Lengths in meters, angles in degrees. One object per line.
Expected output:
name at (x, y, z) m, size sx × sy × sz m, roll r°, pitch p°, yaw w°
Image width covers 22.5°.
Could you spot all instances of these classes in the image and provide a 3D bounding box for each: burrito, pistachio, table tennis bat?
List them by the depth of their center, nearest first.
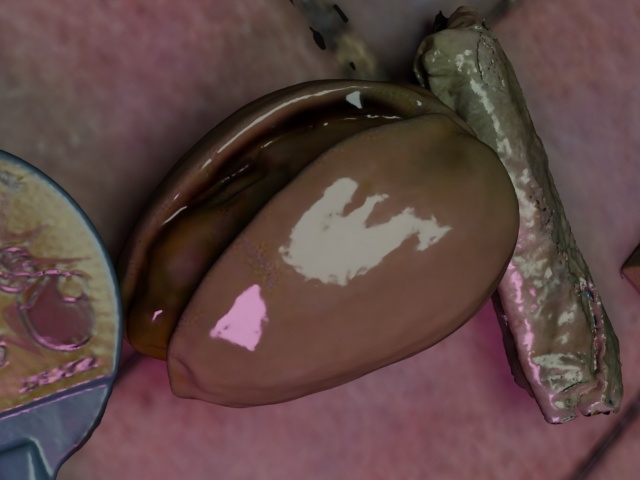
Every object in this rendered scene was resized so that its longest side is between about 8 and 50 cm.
table tennis bat at (-0.108, 0.044, 0.514) m, size 0.100 × 0.019 × 0.155 m, roll -18°, pitch 96°, yaw -9°
pistachio at (0.000, 0.000, 0.551) m, size 0.149 × 0.113 × 0.113 m, roll -29°, pitch 100°, yaw -11°
burrito at (0.077, -0.007, 0.622) m, size 0.051 × 0.042 × 0.171 m, roll -35°, pitch 110°, yaw -58°

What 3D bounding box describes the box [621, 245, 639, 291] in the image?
box at (0.179, 0.011, 0.684) m, size 0.083 × 0.035 × 0.079 m, roll 49°, pitch 65°, yaw -16°
